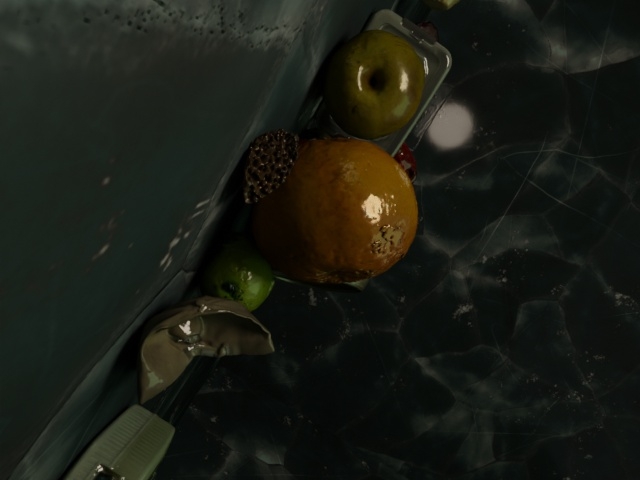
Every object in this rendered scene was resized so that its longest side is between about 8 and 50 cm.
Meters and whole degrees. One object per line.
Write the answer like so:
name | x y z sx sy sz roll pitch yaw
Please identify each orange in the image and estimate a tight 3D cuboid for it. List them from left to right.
orange | 0.019 -0.036 0.545 0.219 0.219 0.193 152 -55 -88

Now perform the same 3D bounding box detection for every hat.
hat | -0.172 0.116 0.532 0.166 0.173 0.144 -11 110 -35

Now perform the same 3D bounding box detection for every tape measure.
tape measure | -0.316 0.384 0.578 0.235 0.115 0.207 -58 -177 5

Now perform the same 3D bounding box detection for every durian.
durian | -0.055 -0.091 0.473 0.066 0.052 0.130 116 -6 -53

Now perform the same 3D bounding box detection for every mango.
mango | -0.121 0.053 0.611 0.119 0.100 0.178 -61 -171 -8

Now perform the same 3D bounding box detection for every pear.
pear | 0.077 -0.223 0.593 0.149 0.149 0.162 -58 176 14

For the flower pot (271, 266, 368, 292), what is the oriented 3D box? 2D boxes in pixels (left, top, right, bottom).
flower pot | 0.000 0.000 1.113 0.307 0.307 0.244 126 -24 -74

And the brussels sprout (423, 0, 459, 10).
brussels sprout | 0.279 -0.571 0.830 0.145 0.131 0.183 -51 170 -53

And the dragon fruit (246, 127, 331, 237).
dragon fruit | -0.029 -0.057 0.751 0.282 0.147 0.211 -60 -179 13

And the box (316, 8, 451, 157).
box | 0.107 -0.270 0.734 0.227 0.162 0.130 -58 -169 16

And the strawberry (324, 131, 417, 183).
strawberry | 0.109 -0.192 0.940 0.205 0.244 0.205 -58 179 -2

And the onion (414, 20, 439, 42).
onion | 0.182 -0.432 1.044 0.314 0.146 0.280 -49 154 -9
